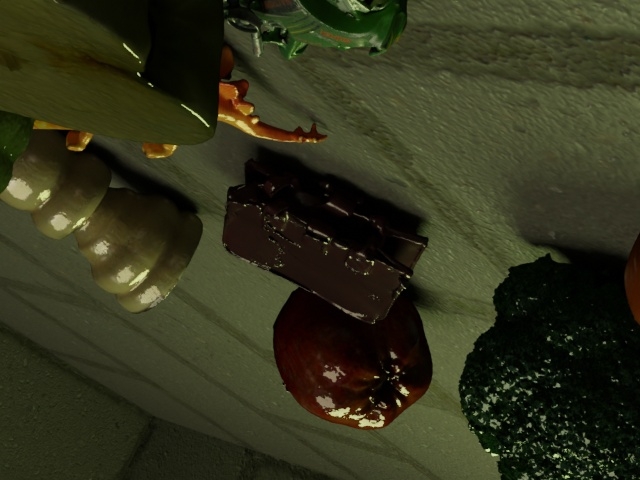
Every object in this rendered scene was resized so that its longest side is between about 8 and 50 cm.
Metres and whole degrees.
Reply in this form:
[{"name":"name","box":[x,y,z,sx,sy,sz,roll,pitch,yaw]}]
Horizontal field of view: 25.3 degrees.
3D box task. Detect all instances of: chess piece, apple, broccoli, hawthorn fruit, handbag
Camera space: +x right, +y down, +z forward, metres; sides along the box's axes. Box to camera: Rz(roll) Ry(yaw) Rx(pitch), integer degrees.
[{"name":"chess piece","box":[-0.278,-0.038,1.691,0.261,0.143,0.143,37,161,-24]},{"name":"apple","box":[-0.231,-0.167,0.927,0.360,0.320,0.312,13,124,23]},{"name":"broccoli","box":[0.261,0.151,1.351,0.254,0.269,0.269,26,165,15]},{"name":"hawthorn fruit","box":[0.027,0.126,1.688,0.202,0.185,0.185,30,173,47]},{"name":"handbag","box":[0.001,-0.003,1.486,0.203,0.074,0.216,24,163,2]}]

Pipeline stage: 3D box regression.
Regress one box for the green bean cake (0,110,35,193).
[{"name":"green bean cake","box":[-0.362,-0.144,1.273,0.222,0.248,0.125,25,170,14]}]

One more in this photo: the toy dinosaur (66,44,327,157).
[{"name":"toy dinosaur","box":[-0.127,-0.130,1.229,0.288,0.070,0.117,6,136,-10]}]

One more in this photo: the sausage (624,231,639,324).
[{"name":"sausage","box":[0.315,0.027,1.008,0.133,0.133,0.258,32,164,-22]}]

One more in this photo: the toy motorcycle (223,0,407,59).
[{"name":"toy motorcycle","box":[-0.003,-0.165,0.986,0.106,0.074,0.190,25,167,-35]}]

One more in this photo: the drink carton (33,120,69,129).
[{"name":"drink carton","box":[-0.318,-0.164,1.448,0.096,0.071,0.223,35,161,-36]}]
